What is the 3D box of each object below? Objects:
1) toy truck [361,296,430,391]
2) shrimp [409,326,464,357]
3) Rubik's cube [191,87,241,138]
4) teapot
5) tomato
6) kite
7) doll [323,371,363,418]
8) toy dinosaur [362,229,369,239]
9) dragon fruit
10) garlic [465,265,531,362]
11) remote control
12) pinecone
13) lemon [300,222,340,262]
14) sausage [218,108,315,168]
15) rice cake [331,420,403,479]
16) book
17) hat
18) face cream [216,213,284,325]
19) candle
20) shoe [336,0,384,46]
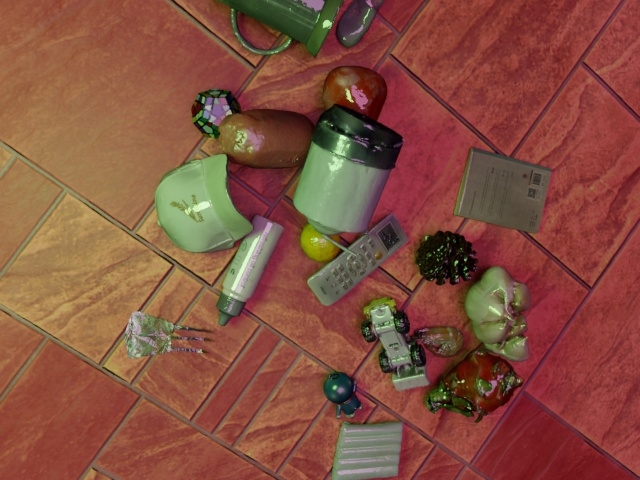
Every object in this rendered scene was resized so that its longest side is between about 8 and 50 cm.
[{"bbox_3d":[0.219,0.293,1.548,0.136,0.111,0.285,-18,110,21],"label":"toy truck"},{"bbox_3d":[0.347,0.302,1.621,0.180,0.041,0.099,8,108,-14],"label":"shrimp"},{"bbox_3d":[-0.265,-0.324,1.388,0.133,0.112,0.133,-1,94,-13],"label":"Rubik's cube"},{"bbox_3d":[-0.129,-0.608,1.367,0.337,0.200,0.270,24,122,-12],"label":"teapot"},{"bbox_3d":[0.087,-0.379,1.443,0.187,0.151,0.187,-1,99,-8],"label":"tomato"},{"bbox_3d":[-0.410,0.267,1.461,0.229,0.016,0.127,10,96,-10],"label":"kite"},{"bbox_3d":[0.062,0.436,1.546,0.114,0.085,0.152,-42,113,-20],"label":"doll"},{"bbox_3d":[0.099,-0.095,1.506,0.082,0.039,0.208,-22,75,18],"label":"toy dinosaur"},{"bbox_3d":[0.441,0.434,1.565,0.269,0.200,0.198,-29,89,-7],"label":"dragon fruit"},{"bbox_3d":[0.514,0.216,1.565,0.185,0.203,0.281,1,98,5],"label":"garlic"},{"bbox_3d":[0.103,0.051,1.534,0.313,0.055,0.109,-39,118,-9],"label":"remote control"},{"bbox_3d":[0.372,0.056,1.544,0.165,0.163,0.162,17,91,-31],"label":"pinecone"},{"bbox_3d":[0.000,0.000,1.474,0.109,0.109,0.133,-21,125,-10],"label":"lemon"},{"bbox_3d":[-0.126,-0.257,1.371,0.280,0.152,0.152,-6,97,-41],"label":"sausage"},{"bbox_3d":[0.142,0.621,1.599,0.198,0.037,0.189,8,94,-13],"label":"rice cake"},{"bbox_3d":[0.554,-0.147,1.627,0.283,0.025,0.214,14,91,-14],"label":"book"},{"bbox_3d":[-0.293,-0.076,1.337,0.168,0.301,0.257,-28,100,-31],"label":"hat"},{"bbox_3d":[-0.201,0.086,1.450,0.092,0.092,0.311,26,90,-13],"label":"face cream"},{"bbox_3d":[0.053,-0.148,1.350,0.221,0.221,0.342,16,113,-13],"label":"candle"},{"bbox_3d":[0.116,-0.621,1.463,0.079,0.078,0.195,34,84,-14],"label":"shoe"}]
